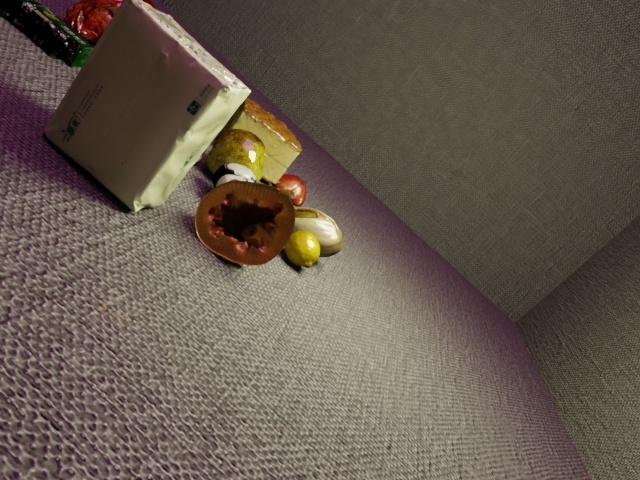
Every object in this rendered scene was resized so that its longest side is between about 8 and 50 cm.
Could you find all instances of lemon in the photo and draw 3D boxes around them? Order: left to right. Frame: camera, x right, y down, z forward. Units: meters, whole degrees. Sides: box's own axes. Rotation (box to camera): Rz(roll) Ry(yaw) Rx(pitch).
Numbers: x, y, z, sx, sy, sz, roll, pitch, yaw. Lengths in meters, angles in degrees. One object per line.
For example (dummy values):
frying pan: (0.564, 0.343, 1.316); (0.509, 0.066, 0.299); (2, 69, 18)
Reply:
lemon: (-0.055, 0.027, 1.540); (0.109, 0.109, 0.133); (21, 49, -51)

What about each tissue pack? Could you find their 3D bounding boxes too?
tissue pack: (-0.391, -0.297, 1.129); (0.297, 0.380, 0.207); (41, 17, 0)

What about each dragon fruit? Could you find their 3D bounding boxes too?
dragon fruit: (-0.764, -0.760, 1.820); (0.330, 0.240, 0.302); (-11, 62, -39)

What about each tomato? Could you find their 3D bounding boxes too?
tomato: (-0.116, -0.225, 2.049); (0.159, 0.091, 0.139); (37, 16, -10)

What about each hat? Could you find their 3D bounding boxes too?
hat: (-0.180, -0.052, 1.342); (0.233, 0.244, 0.233); (51, 4, 1)

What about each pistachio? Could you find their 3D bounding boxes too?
pistachio: (-0.033, -0.030, 1.651); (0.238, 0.153, 0.137); (33, 16, -7)

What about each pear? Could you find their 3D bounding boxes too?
pear: (-0.285, -0.275, 1.646); (0.197, 0.197, 0.197); (38, 18, -14)

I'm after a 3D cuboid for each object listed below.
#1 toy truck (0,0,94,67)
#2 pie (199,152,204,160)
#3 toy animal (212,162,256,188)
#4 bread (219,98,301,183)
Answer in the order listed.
toy truck: (-0.834, -0.643, 1.488); (0.259, 0.088, 0.121); (41, 18, -10)
pie: (-0.489, -0.355, 1.575); (0.306, 0.071, 0.306); (38, 19, -16)
toy animal: (-0.243, -0.145, 1.496); (0.166, 0.138, 0.179); (14, 23, -25)
bread: (-0.249, -0.404, 1.989); (0.279, 0.207, 0.279); (32, 17, -25)
